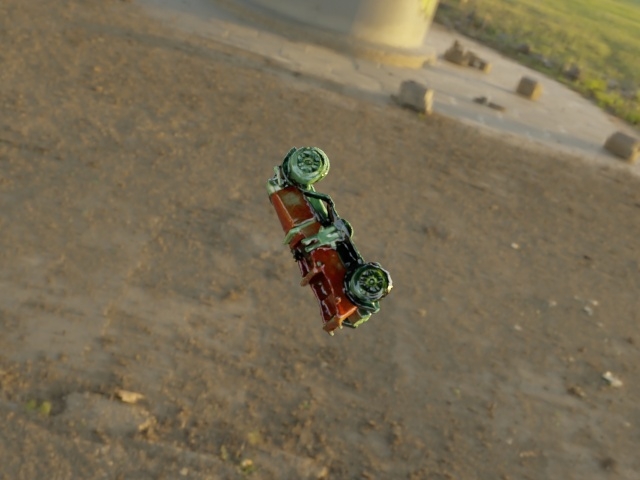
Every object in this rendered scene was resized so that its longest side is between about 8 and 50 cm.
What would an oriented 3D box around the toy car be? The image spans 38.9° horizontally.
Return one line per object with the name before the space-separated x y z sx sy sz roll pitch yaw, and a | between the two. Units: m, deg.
toy car | 0.000 0.000 0.703 0.054 0.073 0.143 -24 81 -21
